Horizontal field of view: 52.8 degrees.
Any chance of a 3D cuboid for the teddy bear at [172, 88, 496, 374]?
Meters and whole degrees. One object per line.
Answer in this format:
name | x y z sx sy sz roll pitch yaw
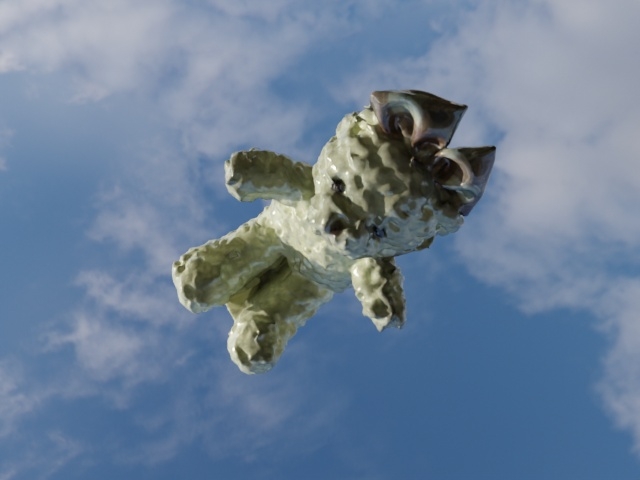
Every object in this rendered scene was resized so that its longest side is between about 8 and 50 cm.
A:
teddy bear | 0.000 0.000 0.850 0.375 0.362 0.327 -40 -85 -13
